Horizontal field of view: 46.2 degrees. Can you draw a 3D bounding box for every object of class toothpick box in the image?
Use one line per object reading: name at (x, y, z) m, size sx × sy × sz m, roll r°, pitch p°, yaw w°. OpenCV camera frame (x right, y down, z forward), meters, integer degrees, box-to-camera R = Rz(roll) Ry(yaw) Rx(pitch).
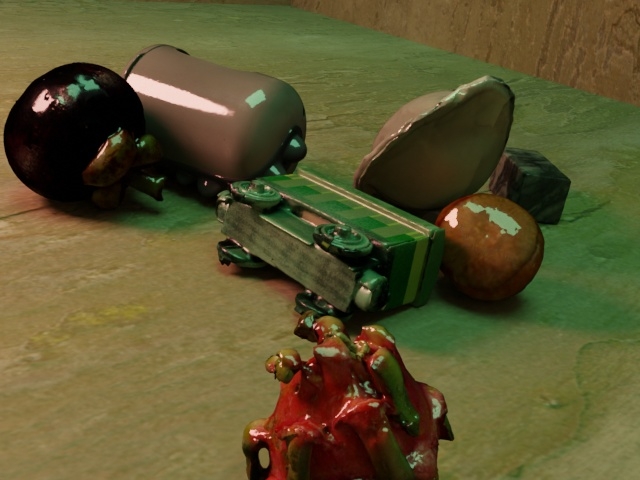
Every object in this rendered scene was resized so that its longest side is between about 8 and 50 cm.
toothpick box at (-0.167, -0.176, 1.225) m, size 0.316 × 0.229 × 0.229 m, roll 21°, pitch 26°, yaw 21°

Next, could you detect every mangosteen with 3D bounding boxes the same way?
mangosteen at (-0.331, -0.137, 1.101) m, size 0.250 × 0.211 × 0.211 m, roll 39°, pitch 25°, yaw -4°

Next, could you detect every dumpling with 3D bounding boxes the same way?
dumpling at (0.151, -0.125, 1.170) m, size 0.260 × 0.181 × 0.341 m, roll -26°, pitch 11°, yaw -14°

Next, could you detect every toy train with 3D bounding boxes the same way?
toy train at (0.000, 0.000, 0.982) m, size 0.301 × 0.120 × 0.202 m, roll 28°, pitch 27°, yaw 37°

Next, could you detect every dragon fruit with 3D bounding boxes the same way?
dragon fruit at (0.022, 0.146, 0.591) m, size 0.160 × 0.172 × 0.166 m, roll -2°, pitch 25°, yaw -23°

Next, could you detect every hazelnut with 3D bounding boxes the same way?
hazelnut at (0.225, 0.008, 1.013) m, size 0.150 × 0.150 × 0.150 m, roll 7°, pitch 24°, yaw -3°

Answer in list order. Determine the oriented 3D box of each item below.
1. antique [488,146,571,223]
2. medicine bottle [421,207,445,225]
antique at (0.380, -0.108, 1.388) m, size 0.086 × 0.088 × 0.183 m, roll 6°, pitch 24°, yaw -8°
medicine bottle at (0.206, -0.023, 1.173) m, size 0.091 × 0.058 × 0.058 m, roll -11°, pitch 31°, yaw -38°
